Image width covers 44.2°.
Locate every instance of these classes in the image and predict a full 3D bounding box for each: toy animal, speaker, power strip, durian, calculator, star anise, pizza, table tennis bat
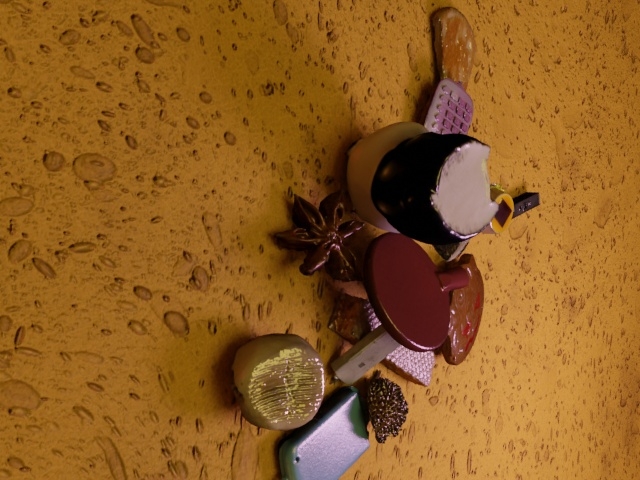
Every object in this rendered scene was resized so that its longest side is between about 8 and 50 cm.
[{"bbox_3d":[0.186,-0.122,1.630,0.250,0.309,0.251,-7,100,-39],"label":"toy animal"},{"bbox_3d":[0.573,-0.101,2.274,0.191,0.046,0.040,-22,108,-46],"label":"speaker"},{"bbox_3d":[0.108,0.239,1.702,0.227,0.029,0.080,-38,136,2],"label":"power strip"},{"bbox_3d":[0.152,0.364,1.763,0.189,0.091,0.148,-96,172,-50],"label":"durian"},{"bbox_3d":[0.298,-0.255,1.934,0.194,0.043,0.294,25,81,-46],"label":"calculator"},{"bbox_3d":[0.000,0.001,1.577,0.196,0.111,0.213,-25,104,-51],"label":"star anise"},{"bbox_3d":[0.337,-0.452,1.984,0.181,0.034,0.262,-7,99,-48],"label":"pizza"},{"bbox_3d":[0.221,0.103,1.725,0.414,0.051,0.268,-8,74,-56],"label":"table tennis bat"},{"bbox_3d":[0.012,0.434,1.666,0.293,0.051,0.173,-33,118,-43],"label":"calculator"}]

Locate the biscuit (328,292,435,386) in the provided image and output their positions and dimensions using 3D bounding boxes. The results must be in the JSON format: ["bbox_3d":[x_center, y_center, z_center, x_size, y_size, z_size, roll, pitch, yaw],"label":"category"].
[{"bbox_3d":[0.156,0.235,1.813,0.378,0.054,0.094,39,64,-43],"label":"biscuit"}]

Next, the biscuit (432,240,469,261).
[{"bbox_3d":[0.255,-0.084,1.801,0.046,0.147,0.250,-22,64,-40],"label":"biscuit"}]

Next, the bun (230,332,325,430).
[{"bbox_3d":[-0.094,0.263,1.480,0.193,0.127,0.179,-3,95,-37],"label":"bun"}]

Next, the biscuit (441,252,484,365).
[{"bbox_3d":[0.366,0.176,2.015,0.273,0.049,0.257,-63,145,-37],"label":"biscuit"}]

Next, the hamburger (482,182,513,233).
[{"bbox_3d":[0.461,-0.086,2.122,0.126,0.081,0.141,17,92,-46],"label":"hamburger"}]
